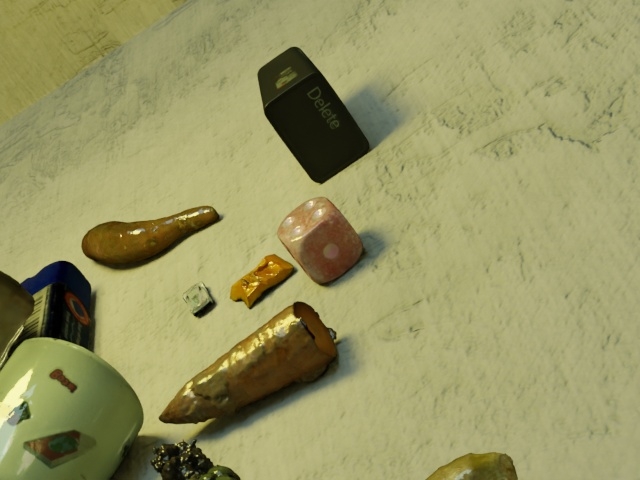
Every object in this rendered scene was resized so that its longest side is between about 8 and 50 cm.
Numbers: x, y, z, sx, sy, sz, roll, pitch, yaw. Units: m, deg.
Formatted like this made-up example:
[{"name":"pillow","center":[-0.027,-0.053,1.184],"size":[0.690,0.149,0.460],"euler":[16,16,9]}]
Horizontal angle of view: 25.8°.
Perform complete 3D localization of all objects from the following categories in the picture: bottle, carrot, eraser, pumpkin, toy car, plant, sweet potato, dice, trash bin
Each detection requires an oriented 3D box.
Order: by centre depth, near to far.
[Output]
[{"name":"plant","center":[-0.148,0.297,1.716],"size":[0.174,0.085,0.087],"euler":[14,79,52]},{"name":"carrot","center":[-0.106,0.177,1.840],"size":[0.263,0.102,0.102],"euler":[-32,26,13]},{"name":"bottle","center":[-0.404,0.324,1.843],"size":[0.229,0.229,0.351],"euler":[-12,38,41]},{"name":"dice","center":[0.000,0.000,2.007],"size":[0.093,0.094,0.091],"euler":[-38,29,-4]},{"name":"pumpkin","center":[-0.094,0.056,2.097],"size":[0.101,0.035,0.073],"euler":[-43,23,-8]},{"name":"toy car","center":[-0.193,0.088,2.176],"size":[0.041,0.025,0.093],"euler":[-36,26,-3]},{"name":"eraser","center":[-0.462,0.163,2.300],"size":[0.155,0.101,0.332],"euler":[-34,24,10]},{"name":"trash bin","center":[-0.020,-0.221,2.330],"size":[0.115,0.165,0.225],"euler":[-34,23,6]},{"name":"sweet potato","center":[-0.332,-0.007,2.452],"size":[0.346,0.079,0.108],"euler":[-11,23,36]}]

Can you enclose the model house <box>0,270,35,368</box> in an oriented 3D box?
[{"name":"model house","center":[-0.711,0.190,2.127],"size":[0.400,0.395,0.445],"euler":[-6,54,64]}]

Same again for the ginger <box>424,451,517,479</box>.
[{"name":"ginger","center":[0.006,0.370,1.372],"size":[0.348,0.122,0.363],"euler":[-19,36,36]}]
